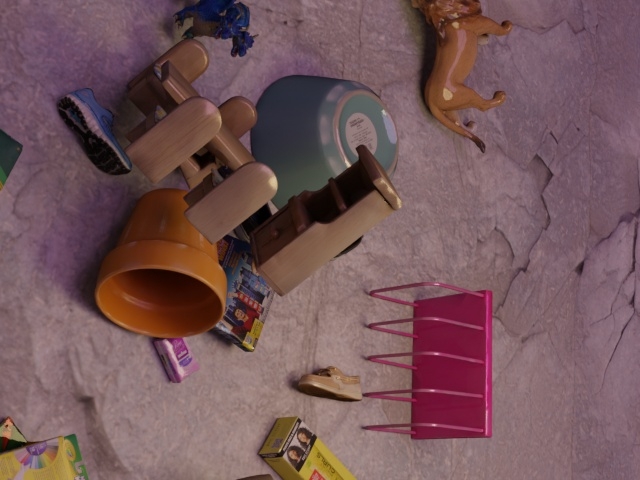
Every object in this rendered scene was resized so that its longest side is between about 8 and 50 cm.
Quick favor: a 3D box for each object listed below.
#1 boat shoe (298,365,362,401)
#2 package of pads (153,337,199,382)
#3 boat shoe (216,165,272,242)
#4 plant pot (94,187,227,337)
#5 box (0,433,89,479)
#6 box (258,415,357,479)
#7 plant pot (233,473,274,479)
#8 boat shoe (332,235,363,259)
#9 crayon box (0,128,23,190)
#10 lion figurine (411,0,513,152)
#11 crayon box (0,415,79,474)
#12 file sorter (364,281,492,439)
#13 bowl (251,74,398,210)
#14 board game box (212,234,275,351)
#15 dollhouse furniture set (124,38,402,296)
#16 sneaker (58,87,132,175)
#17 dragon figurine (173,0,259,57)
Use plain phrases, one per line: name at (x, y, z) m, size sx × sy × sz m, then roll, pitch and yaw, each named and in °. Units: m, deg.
boat shoe at (0.018, 0.267, 2.078) m, size 0.170 × 0.063 × 0.059 m, roll 24°, pitch 63°, yaw -50°
package of pads at (-0.242, 0.193, 1.847) m, size 0.050 × 0.032 × 0.083 m, roll -35°, pitch 106°, yaw -46°
boat shoe at (-0.141, -0.106, 1.978) m, size 0.080 × 0.076 × 0.228 m, roll -24°, pitch 99°, yaw -46°
plant pot at (-0.248, 0.026, 1.775) m, size 0.205 × 0.205 × 0.187 m, roll 35°, pitch 43°, yaw -36°
box at (-0.410, 0.340, 1.526) m, size 0.179 × 0.043 × 0.105 m, roll -12°, pitch 82°, yaw -39°
box at (-0.010, 0.428, 2.014) m, size 0.232 × 0.058 × 0.087 m, roll 52°, pitch 49°, yaw -25°
plant pot at (-0.168, 0.514, 1.720) m, size 0.191 × 0.284 × 0.284 m, roll 0°, pitch 80°, yaw -12°
boat shoe at (0.000, 0.000, 2.062) m, size 0.233 × 0.079 × 0.084 m, roll -6°, pitch 80°, yaw -59°
crayon box at (-0.559, -0.064, 1.543) m, size 0.165 × 0.081 × 0.278 m, roll 40°, pitch 56°, yaw -33°
lion figurine at (0.297, -0.404, 2.442) m, size 0.240 × 0.142 × 0.392 m, roll 8°, pitch 80°, yaw -37°
crayon box at (-0.411, 0.437, 1.591) m, size 0.202 × 0.081 × 0.318 m, roll -49°, pitch 116°, yaw -39°
file sorter at (0.206, 0.239, 2.173) m, size 0.182 × 0.202 × 0.290 m, roll 14°, pitch 72°, yaw -40°
bowl at (0.035, -0.185, 2.113) m, size 0.312 × 0.163 × 0.311 m, roll 11°, pitch 74°, yaw -45°
board game box at (-0.170, 0.068, 1.925) m, size 0.194 × 0.060 × 0.194 m, roll 39°, pitch 57°, yaw -33°
dollhouse furniture set at (-0.094, -0.147, 1.767) m, size 0.394 × 0.256 × 0.362 m, roll 49°, pitch 9°, yaw -23°
sneaker at (-0.352, -0.181, 1.791) m, size 0.162 × 0.063 × 0.073 m, roll 59°, pitch 44°, yaw -19°
dragon figurine at (-0.172, -0.416, 1.940) m, size 0.289 × 0.144 × 0.085 m, roll -82°, pitch 160°, yaw -45°
